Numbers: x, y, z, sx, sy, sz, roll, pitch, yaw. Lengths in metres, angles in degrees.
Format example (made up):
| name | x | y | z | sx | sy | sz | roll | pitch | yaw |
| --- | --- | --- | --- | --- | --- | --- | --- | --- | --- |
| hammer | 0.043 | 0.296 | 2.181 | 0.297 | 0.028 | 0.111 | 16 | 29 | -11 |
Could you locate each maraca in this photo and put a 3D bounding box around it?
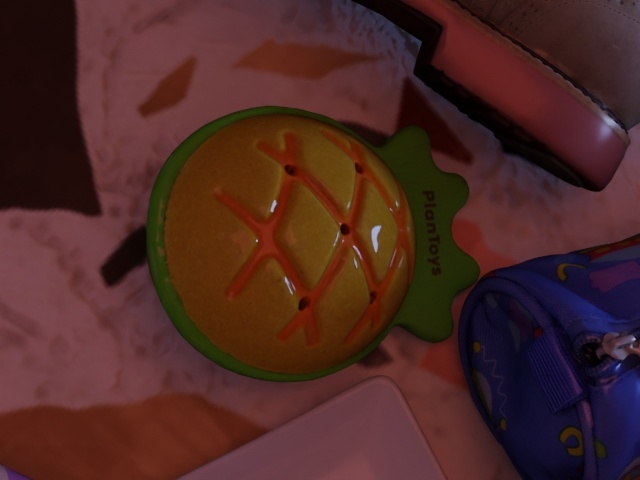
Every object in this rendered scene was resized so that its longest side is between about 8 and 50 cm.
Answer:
| name | x | y | z | sx | sy | sz | roll | pitch | yaw |
| --- | --- | --- | --- | --- | --- | --- | --- | --- | --- |
| maraca | 0.000 | 0.000 | 0.859 | 0.186 | 0.099 | 0.127 | -4 | 88 | -36 |

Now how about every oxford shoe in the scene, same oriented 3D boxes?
| name | x | y | z | sx | sy | sz | roll | pitch | yaw |
| --- | --- | --- | --- | --- | --- | --- | --- | --- | --- |
| oxford shoe | 0.032 | -0.175 | 0.873 | 0.348 | 0.123 | 0.130 | 38 | 90 | -12 |

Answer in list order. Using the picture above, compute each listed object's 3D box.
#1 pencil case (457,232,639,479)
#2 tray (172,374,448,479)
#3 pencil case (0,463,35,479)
| name | x | y | z | sx | sy | sz | roll | pitch | yaw |
| --- | --- | --- | --- | --- | --- | --- | --- | --- | --- |
| pencil case | 0.217 | 0.029 | 0.872 | 0.306 | 0.133 | 0.119 | -18 | 80 | -14 |
| tray | 0.031 | 0.212 | 0.856 | 0.145 | 0.030 | 0.270 | -27 | 85 | -13 |
| pencil case | -0.126 | 0.145 | 0.792 | 0.206 | 0.088 | 0.086 | 22 | 63 | 7 |
